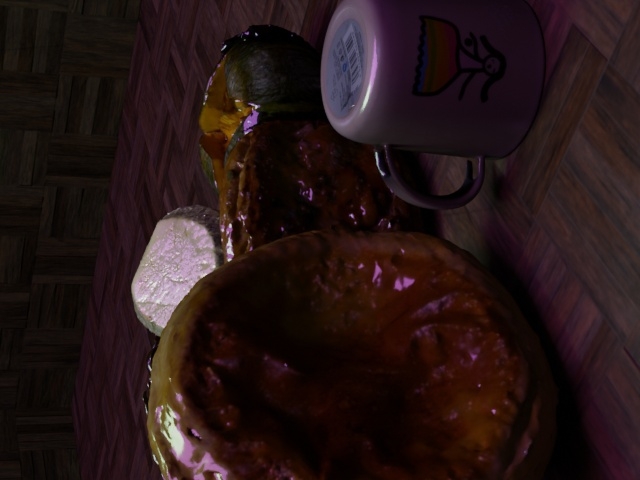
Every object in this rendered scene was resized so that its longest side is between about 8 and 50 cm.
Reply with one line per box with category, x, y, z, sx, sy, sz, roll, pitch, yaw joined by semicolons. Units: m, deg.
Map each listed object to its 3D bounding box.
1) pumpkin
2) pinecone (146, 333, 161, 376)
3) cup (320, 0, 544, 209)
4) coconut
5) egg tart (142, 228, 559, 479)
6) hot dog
pumpkin;-0.080;-0.175;1.735;0.320;0.192;0.320;-178;90;-66
pinecone;-0.196;0.208;1.955;0.309;0.244;0.244;135;133;-73
cup;0.117;-0.162;1.237;0.191;0.201;0.252;-173;85;-68
coconut;-0.165;0.068;1.764;0.239;0.244;0.239;-8;75;31
egg tart;0.032;0.180;1.166;0.178;0.443;0.443;93;164;-49
hot dog;0.000;0.000;1.446;0.174;0.267;0.387;99;166;-65
